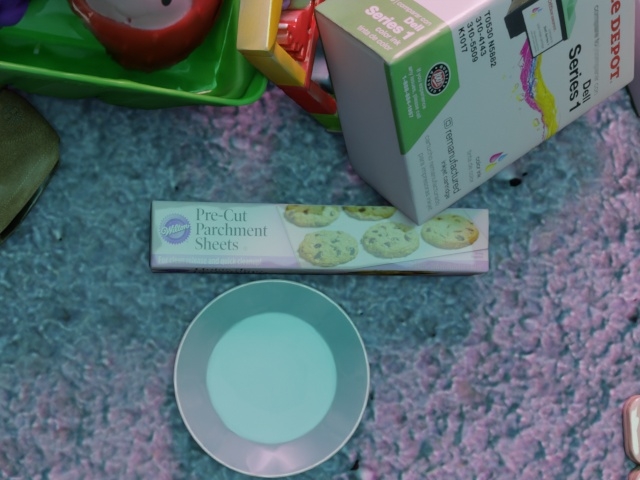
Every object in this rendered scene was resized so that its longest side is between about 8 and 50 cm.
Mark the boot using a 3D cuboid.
[{"bbox_3d":[-0.354,-0.008,0.962,0.115,0.112,0.305,41,76,-9],"label":"boot"}]

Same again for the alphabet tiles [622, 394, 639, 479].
[{"bbox_3d":[0.449,0.221,1.100,0.284,0.021,0.278,-2,84,-9],"label":"alphabet tiles"}]

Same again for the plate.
[{"bbox_3d":[-0.046,0.131,1.032,0.188,0.024,0.188,1,85,-9],"label":"plate"}]

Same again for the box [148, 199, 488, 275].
[{"bbox_3d":[0.000,0.000,1.033,0.324,0.063,0.067,2,83,-9],"label":"box"}]

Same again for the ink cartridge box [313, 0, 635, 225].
[{"bbox_3d":[0.152,-0.178,0.987,0.278,0.201,0.117,-34,49,-16],"label":"ink cartridge box"}]

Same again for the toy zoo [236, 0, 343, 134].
[{"bbox_3d":[-0.008,-0.223,0.951,0.030,0.293,0.192,6,82,20],"label":"toy zoo"}]

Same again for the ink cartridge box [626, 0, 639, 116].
[{"bbox_3d":[0.414,-0.239,1.108,0.219,0.092,0.160,-19,87,-11],"label":"ink cartridge box"}]

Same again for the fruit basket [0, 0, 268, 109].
[{"bbox_3d":[-0.194,-0.266,0.840,0.392,0.392,0.282,0,78,-9],"label":"fruit basket"}]
